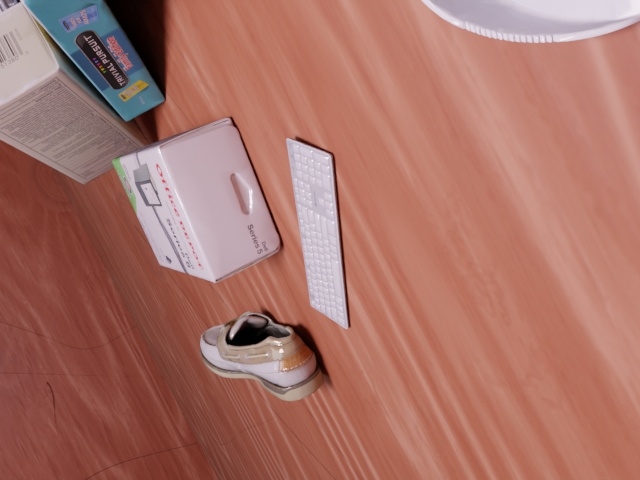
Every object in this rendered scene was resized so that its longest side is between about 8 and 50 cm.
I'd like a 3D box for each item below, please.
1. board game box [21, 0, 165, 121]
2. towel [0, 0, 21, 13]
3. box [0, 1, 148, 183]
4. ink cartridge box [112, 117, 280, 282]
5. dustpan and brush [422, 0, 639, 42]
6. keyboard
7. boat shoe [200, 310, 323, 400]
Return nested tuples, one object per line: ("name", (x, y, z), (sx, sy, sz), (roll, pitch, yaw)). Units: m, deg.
("board game box", (-0.349, -0.342, 0.774), (0.253, 0.079, 0.336), (58, 174, 8))
("towel", (-0.520, -0.500, 0.890), (0.283, 0.122, 0.234), (82, 179, -54))
("box", (-0.411, -0.209, 0.890), (0.121, 0.148, 0.311), (58, 178, 10))
("ink cartridge box", (-0.197, -0.060, 0.860), (0.273, 0.115, 0.198), (5, 120, 59))
("dustpan and brush", (0.073, -0.183, 0.335), (0.211, 0.060, 0.147), (17, 130, 54))
("keyboard", (0.000, 0.000, 0.686), (0.072, 0.014, 0.255), (34, 143, 42))
("boat shoe", (-0.114, 0.172, 0.954), (0.302, 0.113, 0.103), (3, 117, 47))
